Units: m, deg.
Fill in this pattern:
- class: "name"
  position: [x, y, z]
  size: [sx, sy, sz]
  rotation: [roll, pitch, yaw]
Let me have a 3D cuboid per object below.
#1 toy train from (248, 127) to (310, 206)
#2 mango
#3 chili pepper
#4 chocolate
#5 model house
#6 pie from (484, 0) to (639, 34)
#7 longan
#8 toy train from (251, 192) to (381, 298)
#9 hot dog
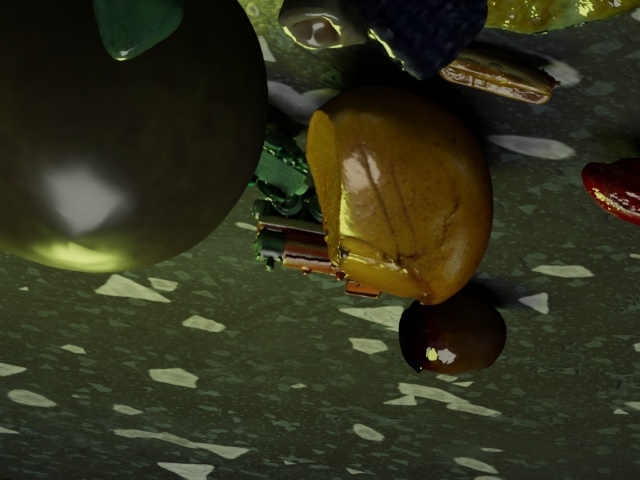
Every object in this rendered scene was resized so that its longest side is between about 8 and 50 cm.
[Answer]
- class: "toy train"
  position: [-0.087, -0.109, 2.182]
  size: [0.178, 0.104, 0.071]
  rotation: [30, 108, -33]
- class: "mango"
  position: [0.078, -0.062, 2.127]
  size: [0.201, 0.199, 0.350]
  rotation: [38, 165, 28]
- class: "chili pepper"
  position: [0.399, -0.037, 2.148]
  size: [0.253, 0.144, 0.136]
  rotation: [23, 138, -8]
- class: "chocolate"
  position: [0.182, 0.121, 2.620]
  size: [0.133, 0.124, 0.127]
  rotation: [-16, 167, -26]
- class: "model house"
  position: [-0.017, -0.244, 1.441]
  size: [0.298, 0.284, 0.243]
  rotation: [-11, 141, 30]
- class: "pie"
  position: [0.171, -0.272, 1.701]
  size: [0.323, 0.070, 0.323]
  rotation: [7, 158, 3]
- class: "longan"
  position: [-0.226, -0.133, 1.847]
  size: [0.361, 0.361, 0.361]
  rotation: [8, 158, 3]
- class: "toy train"
  position: [0.000, 0.000, 2.383]
  size: [0.176, 0.118, 0.074]
  rotation: [9, 156, -4]
- class: "hot dog"
  position: [0.179, -0.173, 1.990]
  size: [0.133, 0.041, 0.056]
  rotation: [17, 158, 2]
